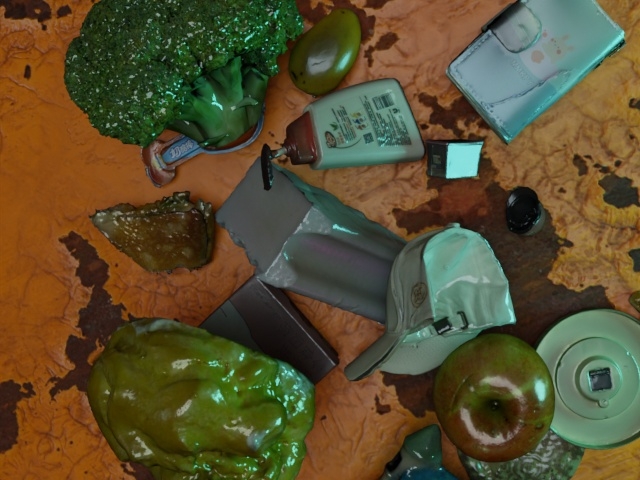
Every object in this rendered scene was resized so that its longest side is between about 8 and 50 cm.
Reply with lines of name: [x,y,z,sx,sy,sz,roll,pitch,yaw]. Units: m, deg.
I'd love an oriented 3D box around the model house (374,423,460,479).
model house: [0.209,0.479,1.284,0.312,0.245,0.280,39,106,13]

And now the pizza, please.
pizza: [-0.287,-0.015,1.442,0.226,0.069,0.147,-8,117,15]

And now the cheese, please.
cheese: [-0.208,-0.185,1.427,0.256,0.037,0.106,-28,88,9]

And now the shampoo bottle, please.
shampoo bottle: [0.023,-0.165,1.307,0.284,0.071,0.153,-20,90,-22]

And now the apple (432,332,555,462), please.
apple: [0.274,0.243,1.269,0.196,0.196,0.196,1,94,9]

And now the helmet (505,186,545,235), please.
helmet: [0.347,-0.044,1.338,0.065,0.049,0.084,-14,63,44]

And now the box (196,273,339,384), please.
box: [-0.107,0.197,1.412,0.215,0.086,0.215,-43,87,10]

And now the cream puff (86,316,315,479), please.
cream puff: [-0.185,0.284,1.211,0.378,0.378,0.276,18,76,8]

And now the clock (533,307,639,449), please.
clock: [0.462,0.229,1.333,0.235,0.029,0.235,0,91,2]

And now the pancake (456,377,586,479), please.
pancake: [0.344,0.339,1.375,0.212,0.029,0.235,41,99,4]

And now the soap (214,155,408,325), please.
soap: [0.000,0.000,1.404,0.302,0.258,0.159,25,100,-38]

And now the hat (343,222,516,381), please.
hat: [0.154,0.115,1.327,0.301,0.258,0.168,-43,58,28]

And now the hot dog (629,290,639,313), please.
hot dog: [0.548,0.123,1.323,0.030,0.034,0.090,-39,88,10]

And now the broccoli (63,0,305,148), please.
broccoli: [-0.227,-0.296,1.278,0.321,0.413,0.310,26,140,16]

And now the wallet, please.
wallet: [0.344,-0.303,1.307,0.250,0.075,0.176,-41,90,9]

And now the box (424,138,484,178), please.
box: [0.222,-0.136,1.332,0.084,0.060,0.063,-7,102,-31]

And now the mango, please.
mango: [0.011,-0.323,1.364,0.103,0.076,0.161,33,90,12]
